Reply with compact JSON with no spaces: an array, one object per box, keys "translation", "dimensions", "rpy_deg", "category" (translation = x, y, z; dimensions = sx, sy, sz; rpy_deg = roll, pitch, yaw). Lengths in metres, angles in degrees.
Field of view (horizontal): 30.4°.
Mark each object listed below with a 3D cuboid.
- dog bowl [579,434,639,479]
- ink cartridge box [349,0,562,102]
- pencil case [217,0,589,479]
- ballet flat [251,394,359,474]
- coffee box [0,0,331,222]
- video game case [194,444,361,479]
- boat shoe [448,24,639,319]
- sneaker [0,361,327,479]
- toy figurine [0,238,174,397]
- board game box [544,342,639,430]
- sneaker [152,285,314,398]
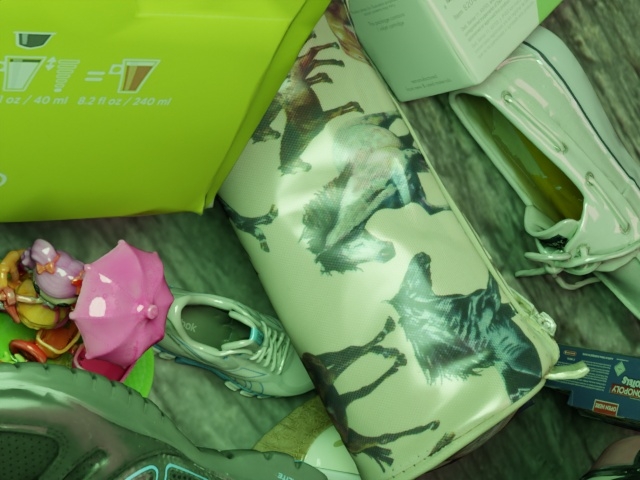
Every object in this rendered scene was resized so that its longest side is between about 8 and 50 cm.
[{"translation":[0.397,0.309,1.053],"dimensions":[0.408,0.408,0.150],"rpy_deg":[35,66,-27],"category":"dog bowl"},{"translation":[0.070,-0.326,1.033],"dimensions":[0.207,0.119,0.353],"rpy_deg":[-45,112,-26],"category":"ink cartridge box"},{"translation":[0.025,-0.029,0.892],"dimensions":[0.184,0.160,0.410],"rpy_deg":[-28,82,-1],"category":"pencil case"},{"translation":[0.066,0.167,1.004],"dimensions":[0.342,0.124,0.116],"rpy_deg":[-27,101,-31],"category":"ballet flat"},{"translation":[-0.199,-0.230,0.647],"dimensions":[0.338,0.338,0.334],"rpy_deg":[-4,57,-33],"category":"coffee box"},{"translation":[-0.040,0.314,0.902],"dimensions":[0.025,0.204,0.285],"rpy_deg":[41,58,-72],"category":"video game case"},{"translation":[0.241,-0.020,1.124],"dimensions":[0.156,0.136,0.367],"rpy_deg":[-44,108,-27],"category":"boat shoe"},{"translation":[-0.134,0.182,0.773],"dimensions":[0.341,0.125,0.139],"rpy_deg":[22,50,-24],"category":"sneaker"},{"translation":[-0.170,0.043,0.806],"dimensions":[0.173,0.159,0.130],"rpy_deg":[37,54,-7],"category":"toy figurine"},{"translation":[0.313,0.156,1.129],"dimensions":[0.194,0.194,0.060],"rpy_deg":[23,80,-30],"category":"board game box"},{"translation":[-0.061,0.085,0.949],"dimensions":[0.191,0.083,0.071],"rpy_deg":[20,75,-33],"category":"sneaker"}]
